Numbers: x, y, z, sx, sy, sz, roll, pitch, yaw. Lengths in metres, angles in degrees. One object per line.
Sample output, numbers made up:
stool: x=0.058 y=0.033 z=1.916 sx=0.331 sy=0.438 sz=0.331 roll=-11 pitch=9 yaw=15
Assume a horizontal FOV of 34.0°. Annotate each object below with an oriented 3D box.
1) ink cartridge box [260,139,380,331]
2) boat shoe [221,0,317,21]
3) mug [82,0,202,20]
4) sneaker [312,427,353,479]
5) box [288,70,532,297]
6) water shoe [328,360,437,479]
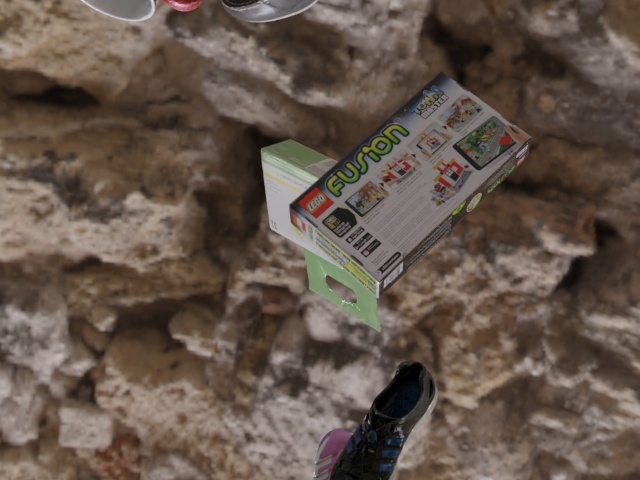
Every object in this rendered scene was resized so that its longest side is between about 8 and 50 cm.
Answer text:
ink cartridge box: x=0.000 y=0.000 z=1.378 sx=0.056 sy=0.235 sz=0.171 roll=-22 pitch=-149 yaw=-29
boat shoe: x=0.000 y=-0.318 z=1.091 sx=0.335 sy=0.112 sz=0.095 roll=-12 pitch=170 yaw=37
mug: x=-0.201 y=-0.344 z=1.203 sx=0.113 sy=0.169 sz=0.150 roll=-2 pitch=152 yaw=44
sneaker: x=0.039 y=0.380 z=1.558 sx=0.095 sy=0.236 sz=0.104 roll=-14 pitch=-161 yaw=-5
box: x=0.084 y=-0.055 z=0.958 sx=0.207 sy=0.036 sz=0.114 roll=-42 pitch=-112 yaw=-18
water shoe: x=0.064 y=0.229 z=1.236 sx=0.073 sy=0.080 sz=0.203 roll=21 pitch=-116 yaw=29
